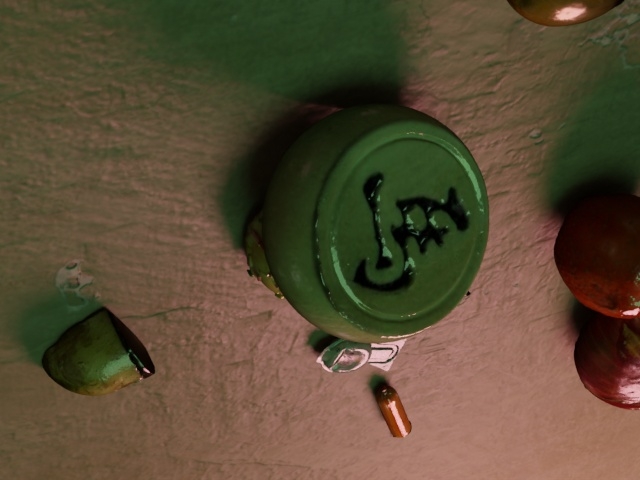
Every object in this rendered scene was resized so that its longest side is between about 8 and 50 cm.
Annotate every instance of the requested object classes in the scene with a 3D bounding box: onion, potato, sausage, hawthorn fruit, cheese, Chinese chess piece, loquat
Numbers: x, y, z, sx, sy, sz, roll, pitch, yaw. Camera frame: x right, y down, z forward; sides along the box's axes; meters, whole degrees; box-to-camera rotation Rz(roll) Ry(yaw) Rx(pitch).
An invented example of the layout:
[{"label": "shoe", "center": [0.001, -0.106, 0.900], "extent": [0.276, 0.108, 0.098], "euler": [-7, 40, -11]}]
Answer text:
[{"label": "onion", "center": [0.457, 0.134, 2.138], "extent": [0.248, 0.161, 0.248], "euler": [-37, 148, -27]}, {"label": "potato", "center": [-0.246, 0.140, 1.756], "extent": [0.103, 0.066, 0.096], "euler": [-32, 139, 6]}, {"label": "sausage", "center": [0.093, 0.219, 2.086], "extent": [0.031, 0.031, 0.107], "euler": [-28, 141, -3]}, {"label": "hawthorn fruit", "center": [0.397, 0.054, 1.894], "extent": [0.165, 0.285, 0.165], "euler": [-17, 130, -21]}, {"label": "cheese", "center": [0.047, 0.138, 1.970], "extent": [0.120, 0.026, 0.067], "euler": [1, 133, -34]}, {"label": "Chinese chess piece", "center": [0.060, -0.017, 1.659], "extent": [0.250, 0.101, 0.250], "euler": [-6, 101, -34]}, {"label": "loquat", "center": [0.238, -0.280, 1.546], "extent": [0.163, 0.137, 0.163], "euler": [-17, 159, -7]}]

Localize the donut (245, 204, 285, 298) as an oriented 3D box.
[{"label": "donut", "center": [0.000, 0.000, 1.755], "extent": [0.174, 0.068, 0.175], "euler": [-18, 141, -15]}]

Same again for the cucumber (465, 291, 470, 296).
[{"label": "cucumber", "center": [0.123, 0.061, 1.928], "extent": [0.134, 0.033, 0.034], "euler": [5, 133, -36]}]
